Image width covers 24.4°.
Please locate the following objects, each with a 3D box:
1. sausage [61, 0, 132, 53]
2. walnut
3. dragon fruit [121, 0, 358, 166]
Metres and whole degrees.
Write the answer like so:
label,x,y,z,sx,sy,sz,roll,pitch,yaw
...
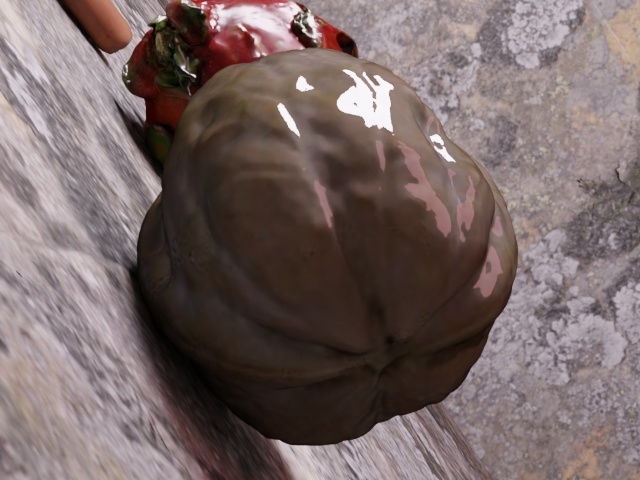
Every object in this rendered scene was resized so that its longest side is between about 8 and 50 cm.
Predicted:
label,x,y,z,sx,sy,sz,roll,pitch,yaw
sausage,-0.189,-0.191,1.231,0.083,0.034,0.034,53,5,-36
walnut,0.000,0.000,0.813,0.224,0.224,0.224,56,4,-6
dragon fruit,-0.048,-0.072,1.183,0.200,0.198,0.269,-10,93,-49
